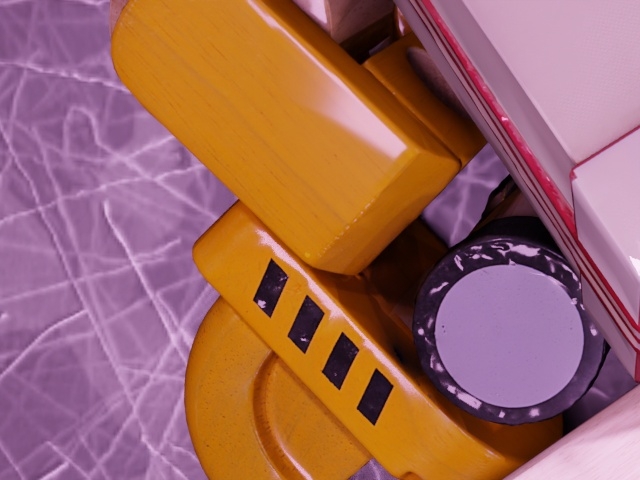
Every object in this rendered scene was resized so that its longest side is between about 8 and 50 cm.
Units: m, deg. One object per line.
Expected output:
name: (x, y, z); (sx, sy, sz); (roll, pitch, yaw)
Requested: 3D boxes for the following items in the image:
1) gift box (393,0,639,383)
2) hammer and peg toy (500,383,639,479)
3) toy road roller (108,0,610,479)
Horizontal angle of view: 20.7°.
gift box: (0.181, -0.106, 0.675); (0.276, 0.255, 0.258); (-33, 74, 6)
hammer and peg toy: (0.200, 0.193, 0.810); (0.361, 0.127, 0.266); (-35, 81, 5)
toy road roller: (0.000, 0.000, 0.919); (0.329, 0.202, 0.240); (46, 113, 0)
